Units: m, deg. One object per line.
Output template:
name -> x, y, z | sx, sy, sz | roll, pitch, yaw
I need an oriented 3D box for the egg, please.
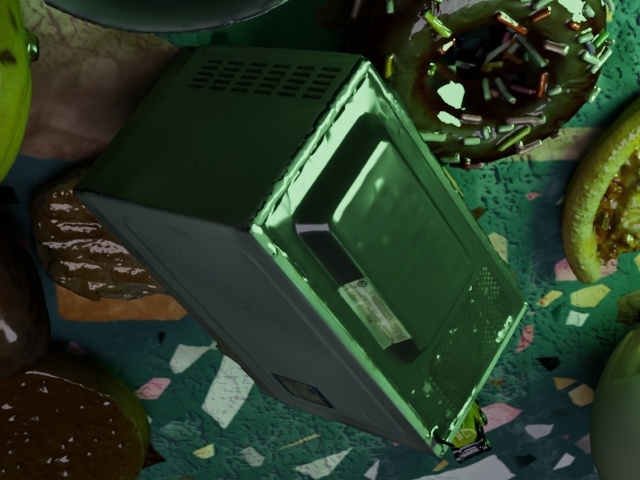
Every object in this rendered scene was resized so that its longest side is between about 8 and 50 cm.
egg -> 0.468, 0.216, 1.457 | 0.283, 0.283, 0.345 | 9, 145, -17

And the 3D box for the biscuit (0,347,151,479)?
biscuit -> -0.409, 0.257, 1.492 | 0.394, 0.070, 0.350 | -30, 128, 17

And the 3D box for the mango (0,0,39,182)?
mango -> -0.440, -0.173, 0.946 | 0.445, 0.220, 0.301 | 23, 82, -12

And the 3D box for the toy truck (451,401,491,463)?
toy truck -> 0.184, 0.238, 1.565 | 0.049, 0.083, 0.054 | -28, 116, 16

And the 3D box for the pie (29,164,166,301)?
pie -> -0.220, -0.010, 1.287 | 0.195, 0.046, 0.195 | -6, 134, -6

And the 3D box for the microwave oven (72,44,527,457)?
microwave oven -> 0.000, 0.000, 1.156 | 0.286, 0.218, 0.355 | 10, 148, 45

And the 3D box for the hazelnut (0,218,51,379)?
hazelnut -> -0.376, 0.058, 1.226 | 0.186, 0.210, 0.210 | -12, 134, -4

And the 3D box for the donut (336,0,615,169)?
donut -> 0.148, -0.178, 1.153 | 0.270, 0.103, 0.269 | -6, 135, -6

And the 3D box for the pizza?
pizza -> 0.337, -0.054, 1.331 | 0.134, 0.056, 0.271 | 17, 129, -13

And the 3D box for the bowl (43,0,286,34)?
bowl -> -0.095, -0.310, 0.913 | 0.346, 0.345, 0.157 | -17, 177, 7
